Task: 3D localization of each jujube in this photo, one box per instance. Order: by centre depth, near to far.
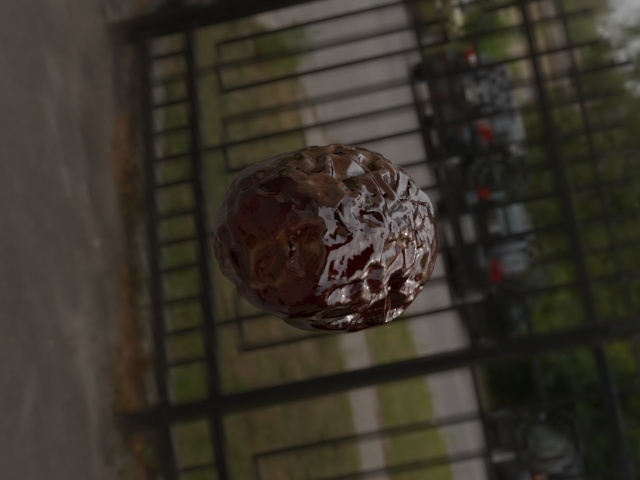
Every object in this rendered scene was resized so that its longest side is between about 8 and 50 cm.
[{"bbox_3d":[0.000,0.000,0.649,0.129,0.077,0.077,-9,87,-74],"label":"jujube"}]
